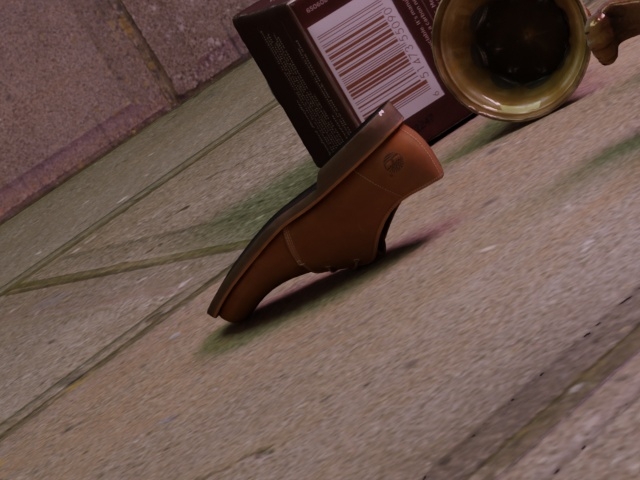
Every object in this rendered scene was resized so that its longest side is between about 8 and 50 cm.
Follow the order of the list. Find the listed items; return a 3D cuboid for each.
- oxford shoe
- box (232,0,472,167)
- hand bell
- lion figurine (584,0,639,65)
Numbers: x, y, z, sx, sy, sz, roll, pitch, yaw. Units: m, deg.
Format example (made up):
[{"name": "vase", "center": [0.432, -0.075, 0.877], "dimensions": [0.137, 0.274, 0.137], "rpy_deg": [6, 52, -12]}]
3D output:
[{"name": "oxford shoe", "center": [0.000, 0.000, 1.196], "dimensions": [0.212, 0.076, 0.076], "rpy_deg": [-43, 7, 29]}, {"name": "box", "center": [0.051, -0.174, 1.528], "dimensions": [0.167, 0.168, 0.203], "rpy_deg": [-34, 12, -12]}, {"name": "hand bell", "center": [0.188, -0.176, 1.419], "dimensions": [0.126, 0.126, 0.242], "rpy_deg": [-26, 1, 25]}, {"name": "lion figurine", "center": [0.301, -0.206, 1.125], "dimensions": [0.240, 0.142, 0.392], "rpy_deg": [-16, 13, 27]}]
